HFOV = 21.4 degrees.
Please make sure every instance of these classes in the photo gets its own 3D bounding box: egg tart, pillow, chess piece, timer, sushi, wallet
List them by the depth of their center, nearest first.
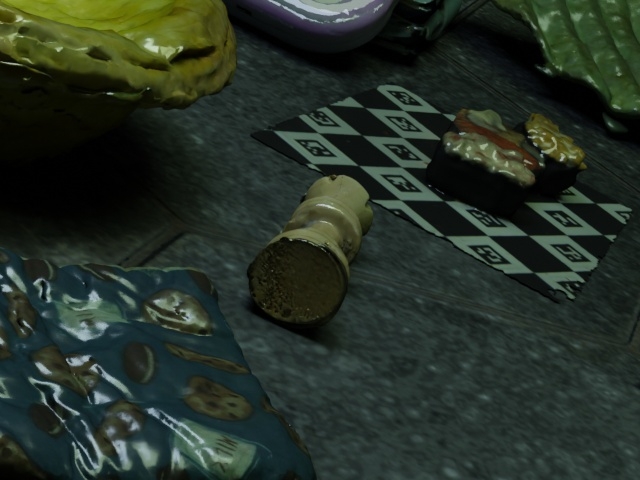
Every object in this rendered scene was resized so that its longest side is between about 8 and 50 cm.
[{"bbox_3d":[-0.135,0.057,0.818,0.256,0.034,0.189,11,27,-32],"label":"pillow"},{"bbox_3d":[-0.218,-0.144,1.046,0.345,0.132,0.345,20,23,-9],"label":"egg tart"},{"bbox_3d":[0.000,-0.001,1.052,0.060,0.060,0.172,25,20,1],"label":"chess piece"},{"bbox_3d":[0.121,-0.068,1.328,0.264,0.050,0.290,29,23,13],"label":"sushi"},{"bbox_3d":[-0.006,-0.265,1.494,0.191,0.069,0.208,27,62,10],"label":"timer"},{"bbox_3d":[0.050,-0.257,1.648,0.176,0.075,0.250,24,23,7],"label":"wallet"}]

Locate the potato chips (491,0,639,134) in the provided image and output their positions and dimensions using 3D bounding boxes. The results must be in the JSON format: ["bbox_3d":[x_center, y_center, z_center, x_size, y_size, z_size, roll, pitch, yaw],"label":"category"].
[{"bbox_3d":[0.349,-0.205,1.751,0.373,0.097,0.389,1,43,-46],"label":"potato chips"}]
